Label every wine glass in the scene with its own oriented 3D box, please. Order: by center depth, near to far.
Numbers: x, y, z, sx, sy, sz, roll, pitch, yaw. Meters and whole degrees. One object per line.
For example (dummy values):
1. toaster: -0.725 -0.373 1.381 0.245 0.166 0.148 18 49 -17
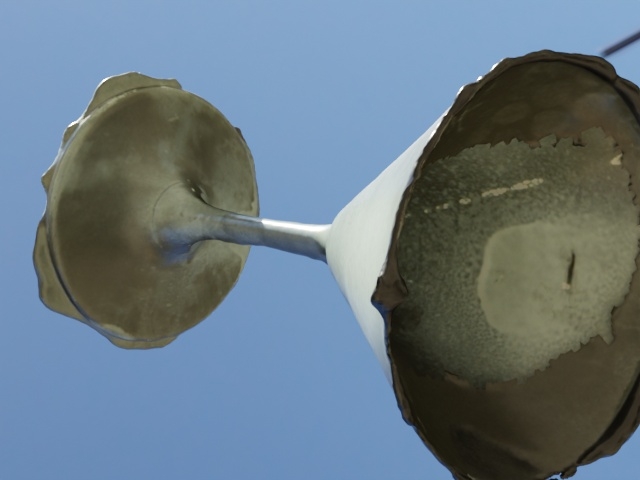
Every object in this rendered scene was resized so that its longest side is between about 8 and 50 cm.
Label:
1. wine glass: 0.000 0.000 0.586 0.156 0.232 0.156 -8 -79 -42
